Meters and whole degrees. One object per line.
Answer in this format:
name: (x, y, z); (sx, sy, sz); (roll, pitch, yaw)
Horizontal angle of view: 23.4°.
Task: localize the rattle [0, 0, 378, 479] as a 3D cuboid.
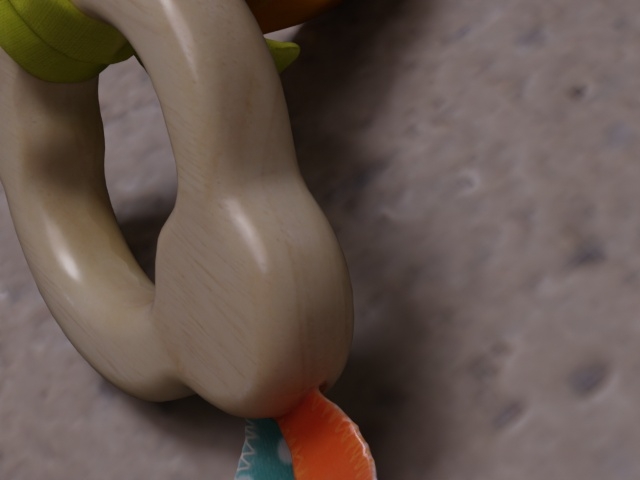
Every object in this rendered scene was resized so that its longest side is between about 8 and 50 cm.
rattle: (0.000, 0.000, 0.413); (0.200, 0.142, 0.130); (49, 121, 31)
